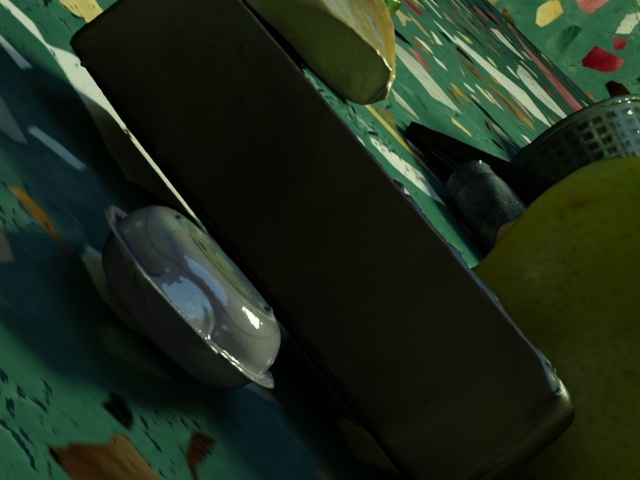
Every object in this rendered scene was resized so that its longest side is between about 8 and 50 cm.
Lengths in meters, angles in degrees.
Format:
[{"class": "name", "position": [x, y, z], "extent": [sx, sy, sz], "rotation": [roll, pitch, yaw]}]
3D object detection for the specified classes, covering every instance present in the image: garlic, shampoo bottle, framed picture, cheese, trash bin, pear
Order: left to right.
[{"class": "cheese", "position": [-0.055, 0.022, 0.801], "extent": [0.105, 0.042, 0.191], "rotation": [48, 2, -3]}, {"class": "garlic", "position": [-0.008, -0.208, 1.558], "extent": [0.195, 0.087, 0.101], "rotation": [44, 26, -18]}, {"class": "shampoo bottle", "position": [0.185, 0.024, 1.514], "extent": [0.234, 0.049, 0.087], "rotation": [54, 13, 31]}, {"class": "framed picture", "position": [0.217, -0.029, 1.639], "extent": [0.265, 0.018, 0.192], "rotation": [28, -1, 43]}, {"class": "trash bin", "position": [0.300, -0.037, 1.832], "extent": [0.175, 0.175, 0.161], "rotation": [22, 37, -60]}, {"class": "pear", "position": [0.261, 0.110, 0.976], "extent": [0.386, 0.191, 0.340], "rotation": [52, 33, -4]}]

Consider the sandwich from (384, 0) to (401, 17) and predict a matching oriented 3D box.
[{"class": "sandwich", "position": [0.007, -0.315, 1.904], "extent": [0.160, 0.109, 0.185], "rotation": [10, 35, -35]}]

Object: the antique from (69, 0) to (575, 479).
[{"class": "antique", "position": [0.000, 0.000, 0.901], "extent": [0.310, 0.087, 0.093], "rotation": [50, -5, 20]}]

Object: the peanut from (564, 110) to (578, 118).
[{"class": "peanut", "position": [0.324, -0.083, 2.106], "extent": [0.129, 0.129, 0.224], "rotation": [41, 14, -17]}]
